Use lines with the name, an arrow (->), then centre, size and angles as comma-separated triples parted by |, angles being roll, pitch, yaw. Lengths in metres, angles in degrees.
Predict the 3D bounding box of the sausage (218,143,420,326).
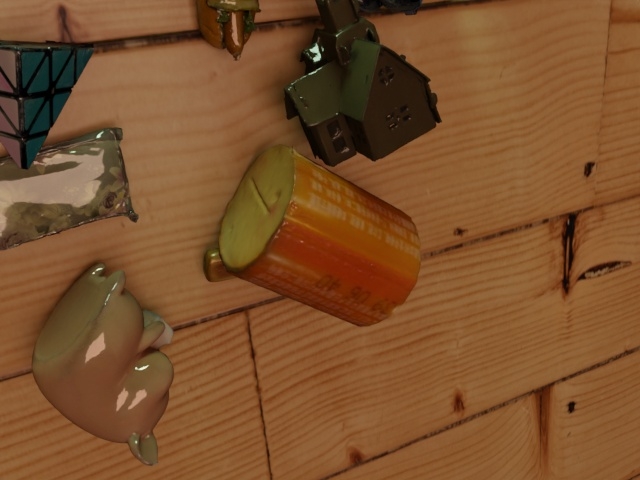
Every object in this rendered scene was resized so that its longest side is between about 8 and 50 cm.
sausage -> 0.000, 0.000, 1.097 | 0.287, 0.233, 0.233 | 26, 96, -30

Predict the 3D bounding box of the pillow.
pillow -> -0.410, -0.072, 0.958 | 0.254, 0.059, 0.169 | -18, 111, -22

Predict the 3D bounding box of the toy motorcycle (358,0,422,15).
toy motorcycle -> 0.078, -0.518, 1.004 | 0.358, 0.125, 0.213 | 38, 81, -34

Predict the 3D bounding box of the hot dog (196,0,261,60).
hot dog -> -0.142, -0.411, 0.958 | 0.109, 0.072, 0.270 | -11, 113, -20

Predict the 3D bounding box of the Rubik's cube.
Rubik's cube -> -0.437, -0.190, 0.876 | 0.190, 0.211, 0.178 | 9, 107, 6

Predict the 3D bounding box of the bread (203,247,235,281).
bread -> -0.158, 0.036, 1.132 | 0.103, 0.049, 0.062 | -11, 122, -24

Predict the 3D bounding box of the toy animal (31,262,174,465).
toy animal -> -0.339, 0.198, 1.035 | 0.213, 0.195, 0.256 | -53, 126, -27

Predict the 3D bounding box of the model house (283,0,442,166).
model house -> 0.035, -0.267, 1.016 | 0.204, 0.211, 0.243 | -33, 125, -14
